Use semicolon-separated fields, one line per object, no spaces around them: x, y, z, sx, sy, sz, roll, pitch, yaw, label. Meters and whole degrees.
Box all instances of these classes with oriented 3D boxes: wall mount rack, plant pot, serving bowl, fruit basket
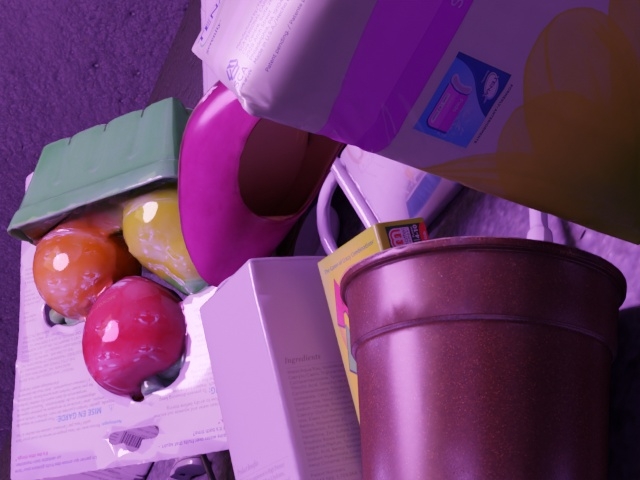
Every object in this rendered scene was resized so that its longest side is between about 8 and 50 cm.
0.073;-0.044;0.793;0.304;0.130;0.350;60;136;24;wall mount rack
0.089;0.104;0.540;0.167;0.166;0.165;-38;43;56;plant pot
0.000;0.000;1.072;0.083;0.027;0.083;-54;23;37;serving bowl
-0.183;0.052;0.991;0.327;0.165;0.353;-16;71;28;fruit basket

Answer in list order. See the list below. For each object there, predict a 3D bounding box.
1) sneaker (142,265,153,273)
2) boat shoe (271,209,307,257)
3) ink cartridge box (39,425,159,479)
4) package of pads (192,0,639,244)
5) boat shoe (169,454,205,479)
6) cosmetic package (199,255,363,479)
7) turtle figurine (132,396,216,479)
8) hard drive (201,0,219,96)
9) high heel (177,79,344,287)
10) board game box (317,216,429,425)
-0.160;0.006;1.288;0.296;0.104;0.147;-44;-16;-53;sneaker
-0.029;-0.109;1.078;0.121;0.110;0.341;-39;-19;-36;boat shoe
-0.328;0.294;1.455;0.219;0.160;0.093;-62;19;19;ink cartridge box
0.114;-0.140;0.498;0.229;0.296;0.101;-61;39;18;package of pads
-0.166;0.279;1.227;0.100;0.035;0.035;132;150;-60;boat shoe
-0.019;0.138;0.765;0.117;0.085;0.231;-39;59;54;cosmetic package
-0.126;0.148;1.121;0.274;0.198;0.266;9;45;29;turtle figurine
-0.049;-0.212;1.088;0.203;0.040;0.308;-41;-20;-26;hard drive
0.009;-0.077;0.688;0.181;0.127;0.377;44;131;31;high heel
0.057;0.085;0.687;0.092;0.043;0.181;-36;65;58;board game box
